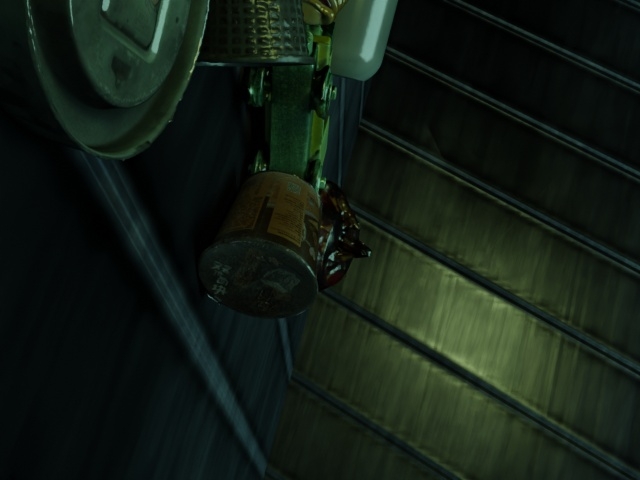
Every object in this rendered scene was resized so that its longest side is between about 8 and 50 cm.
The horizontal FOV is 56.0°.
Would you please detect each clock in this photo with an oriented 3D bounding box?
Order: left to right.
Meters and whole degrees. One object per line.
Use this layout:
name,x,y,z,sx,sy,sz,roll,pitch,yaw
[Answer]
clock,-0.185,-0.232,0.535,0.319,0.066,0.318,13,90,-82

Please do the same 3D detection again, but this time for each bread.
bread,-0.024,-0.439,1.070,0.225,0.134,0.081,-69,167,-57

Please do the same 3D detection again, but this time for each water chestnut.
water chestnut,0.000,0.000,1.488,0.300,0.300,0.300,14,90,-82

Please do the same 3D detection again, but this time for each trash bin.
trash bin,-0.095,-0.302,0.762,0.175,0.176,0.161,-50,140,-73

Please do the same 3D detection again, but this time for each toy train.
toy train,-0.048,-0.250,1.175,0.397,0.160,0.253,96,4,-46

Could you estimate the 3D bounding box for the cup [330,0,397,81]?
cup,0.064,-0.512,1.292,0.205,0.206,0.312,-46,150,-74

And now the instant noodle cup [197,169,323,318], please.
instant noodle cup,-0.095,0.001,1.106,0.217,0.218,0.207,95,5,-48
